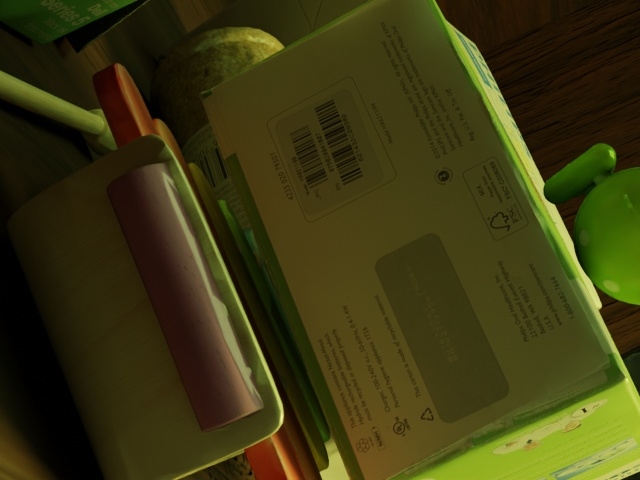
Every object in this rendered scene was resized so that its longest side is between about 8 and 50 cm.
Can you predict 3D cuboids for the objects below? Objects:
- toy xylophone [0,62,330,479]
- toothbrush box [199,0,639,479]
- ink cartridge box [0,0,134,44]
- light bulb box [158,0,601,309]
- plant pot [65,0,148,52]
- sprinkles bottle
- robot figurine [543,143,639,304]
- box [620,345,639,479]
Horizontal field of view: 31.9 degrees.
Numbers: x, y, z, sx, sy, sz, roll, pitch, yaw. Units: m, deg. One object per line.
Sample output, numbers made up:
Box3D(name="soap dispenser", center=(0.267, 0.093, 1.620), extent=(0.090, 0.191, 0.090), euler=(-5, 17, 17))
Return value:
Box3D(name="toy xylophone", center=(-0.064, 0.017, 0.530), extent=(0.323, 0.081, 0.236), euler=(-17, 83, -87))
Box3D(name="toothbrush box", center=(0.075, 0.030, 0.589), extent=(0.206, 0.122, 0.283), euler=(67, 13, 23))
Box3D(name="ink cartridge box", center=(-0.075, -0.250, 0.560), extent=(0.115, 0.273, 0.198), euler=(30, 37, -84))
Box3D(name="light bulb box", center=(0.074, -0.051, 1.120), extent=(0.361, 0.225, 0.358), euler=(16, 48, -63))
Box3D(name="plant pot", center=(-0.126, -0.254, 0.716), extent=(0.167, 0.187, 0.188), euler=(51, 8, -19))
Box3D(name="sprinkles bottle", center=(-0.027, 0.004, 0.819), extent=(0.121, 0.121, 0.355), euler=(60, 7, -58))
Box3D(name="robot figurine", center=(0.161, -0.002, 0.560), extent=(0.101, 0.067, 0.115), euler=(58, 10, 7))
Box3D(name="box", center=(0.318, 0.364, 1.010), extent=(0.471, 0.297, 0.480), euler=(63, -14, 17))
